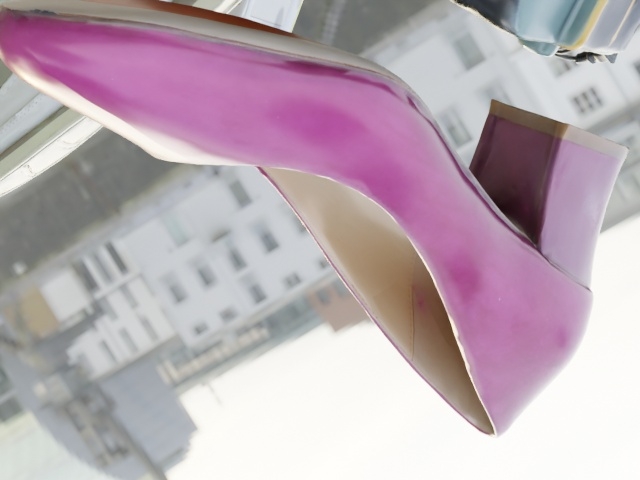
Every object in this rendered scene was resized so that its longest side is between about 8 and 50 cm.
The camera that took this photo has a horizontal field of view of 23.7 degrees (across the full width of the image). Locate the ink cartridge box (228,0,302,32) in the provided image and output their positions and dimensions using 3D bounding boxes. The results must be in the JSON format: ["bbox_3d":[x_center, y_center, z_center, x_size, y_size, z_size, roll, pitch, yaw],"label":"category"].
[{"bbox_3d":[-0.066,-0.370,1.401,0.303,0.072,0.307,41,-69,54],"label":"ink cartridge box"}]

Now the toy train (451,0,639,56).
[{"bbox_3d":[0.047,-0.201,0.747,0.190,0.334,0.142,-5,127,-57],"label":"toy train"}]

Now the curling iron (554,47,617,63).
[{"bbox_3d":[0.199,-0.186,0.944,0.035,0.068,0.274,-62,-178,-25],"label":"curling iron"}]

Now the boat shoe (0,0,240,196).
[{"bbox_3d":[-0.170,-0.147,1.106,0.302,0.103,0.113,-41,-178,0],"label":"boat shoe"}]

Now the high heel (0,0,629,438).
[{"bbox_3d":[0.000,0.000,0.738,0.377,0.181,0.127,13,-172,-34],"label":"high heel"}]
